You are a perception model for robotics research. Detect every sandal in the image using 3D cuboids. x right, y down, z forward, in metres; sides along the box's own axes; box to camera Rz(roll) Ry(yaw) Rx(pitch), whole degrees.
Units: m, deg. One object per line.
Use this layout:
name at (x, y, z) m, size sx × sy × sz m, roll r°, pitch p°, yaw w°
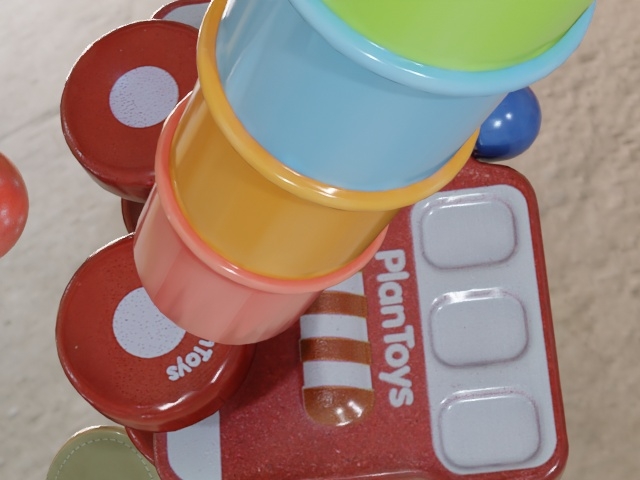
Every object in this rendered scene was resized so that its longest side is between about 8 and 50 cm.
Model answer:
sandal at (-0.134, 0.195, 1.057) m, size 0.088 × 0.240 × 0.079 m, roll 0°, pitch 36°, yaw 7°

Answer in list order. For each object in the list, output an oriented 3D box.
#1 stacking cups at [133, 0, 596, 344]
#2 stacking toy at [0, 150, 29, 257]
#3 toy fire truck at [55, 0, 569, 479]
stacking cups at (0.010, -0.057, 0.367) m, size 0.096 × 0.316 × 0.096 m, roll 10°, pitch 61°, yaw -18°
stacking toy at (-0.317, -0.107, 1.056) m, size 0.141 × 0.141 × 0.330 m, roll -35°, pitch 64°, yaw -13°
toy fire truck at (0.000, 0.000, 0.830) m, size 0.254 × 0.169 × 0.302 m, roll -5°, pitch 68°, yaw 5°
